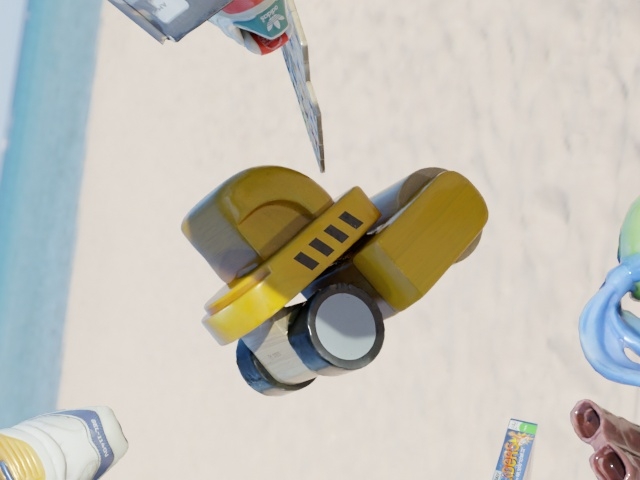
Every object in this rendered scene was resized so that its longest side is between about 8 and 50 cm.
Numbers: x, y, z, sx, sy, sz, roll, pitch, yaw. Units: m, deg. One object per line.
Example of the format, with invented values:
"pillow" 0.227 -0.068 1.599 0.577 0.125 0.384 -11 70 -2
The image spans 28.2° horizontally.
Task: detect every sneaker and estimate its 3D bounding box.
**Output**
"sneaker" -0.058 -0.152 0.834 0.075 0.057 0.161 56 171 -10
"sneaker" -0.273 0.225 1.168 0.296 0.131 0.112 -26 85 52

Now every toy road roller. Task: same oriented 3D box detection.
"toy road roller" 0.000 0.000 1.423 0.329 0.240 0.202 -42 7 -30

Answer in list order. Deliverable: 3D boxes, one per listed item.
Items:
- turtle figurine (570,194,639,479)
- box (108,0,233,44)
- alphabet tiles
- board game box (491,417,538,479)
"turtle figurine" 0.253 0.049 0.480 0.274 0.266 0.198 -40 11 -31
"box" -0.044 -0.288 0.489 0.395 0.318 0.097 -28 39 35
"alphabet tiles" -0.028 -0.203 1.355 0.237 0.009 0.198 84 170 -71
"board game box" 0.221 0.330 1.511 0.136 0.035 0.201 -61 -24 -49
